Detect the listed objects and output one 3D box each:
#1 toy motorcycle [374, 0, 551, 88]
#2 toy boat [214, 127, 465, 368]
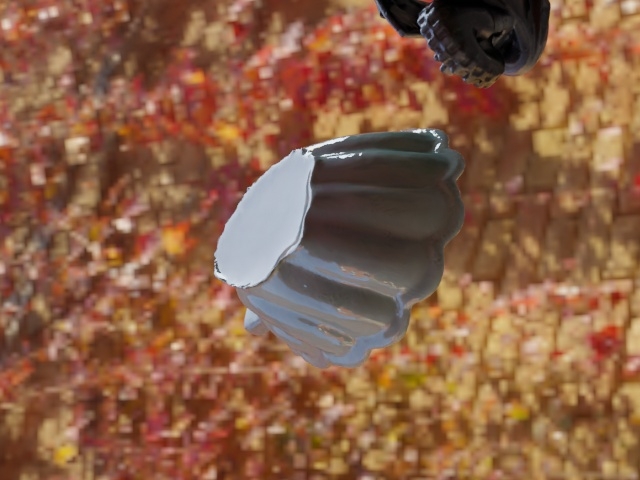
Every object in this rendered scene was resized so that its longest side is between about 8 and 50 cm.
[{"bbox_3d":[0.107,-0.230,1.448,0.159,0.106,0.270,8,-134,-42],"label":"toy motorcycle"},{"bbox_3d":[0.000,0.000,1.350,0.100,0.290,0.199,23,-113,-22],"label":"toy boat"}]
